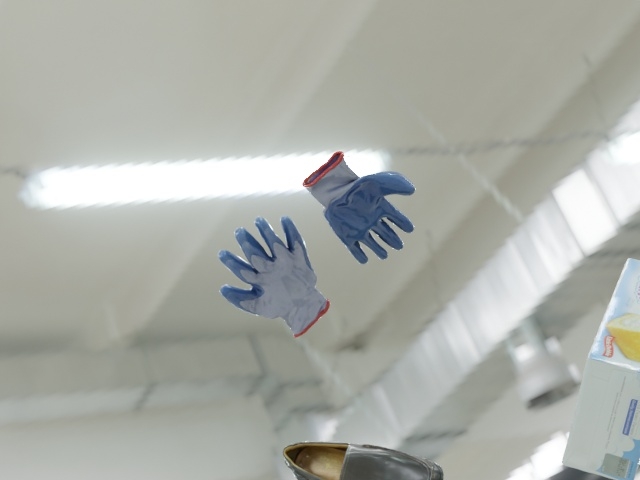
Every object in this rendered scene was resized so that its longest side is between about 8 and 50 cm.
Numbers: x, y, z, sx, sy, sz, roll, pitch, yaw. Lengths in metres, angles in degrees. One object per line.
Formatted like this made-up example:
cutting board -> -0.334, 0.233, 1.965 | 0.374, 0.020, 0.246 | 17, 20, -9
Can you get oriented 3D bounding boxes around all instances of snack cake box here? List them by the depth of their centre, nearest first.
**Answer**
snack cake box -> 0.366, 0.150, 2.079 | 0.264, 0.089, 0.152 | -53, -25, -58

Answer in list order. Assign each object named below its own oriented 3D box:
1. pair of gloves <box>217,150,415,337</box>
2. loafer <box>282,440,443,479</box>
pair of gloves -> 0.000, 0.000, 1.615 | 0.198, 0.023, 0.159 | -43, -41, 0
loafer -> 0.038, 0.227, 1.712 | 0.170, 0.062, 0.061 | -2, -25, 34
